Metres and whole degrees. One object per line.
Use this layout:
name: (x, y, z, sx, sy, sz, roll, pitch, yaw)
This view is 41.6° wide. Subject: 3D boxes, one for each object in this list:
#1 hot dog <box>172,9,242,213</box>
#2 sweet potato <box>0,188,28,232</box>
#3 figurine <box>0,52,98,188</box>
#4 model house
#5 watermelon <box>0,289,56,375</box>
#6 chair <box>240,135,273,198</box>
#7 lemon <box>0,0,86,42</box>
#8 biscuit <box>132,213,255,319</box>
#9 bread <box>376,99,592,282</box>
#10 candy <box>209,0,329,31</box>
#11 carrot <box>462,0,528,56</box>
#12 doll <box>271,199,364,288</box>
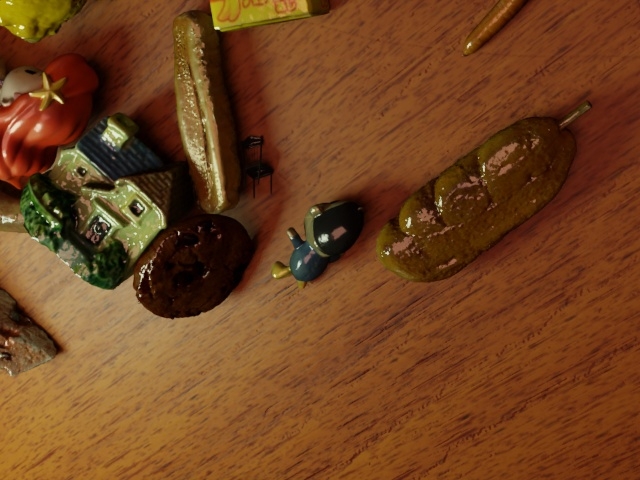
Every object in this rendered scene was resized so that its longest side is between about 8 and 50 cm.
hot dog: (-0.161, -0.182, 1.212, 0.083, 0.068, 0.289, 1, 103, 34)
sweet potato: (-0.547, -0.061, 1.365, 0.385, 0.109, 0.109, 13, 109, 15)
figurine: (-0.469, -0.196, 1.272, 0.257, 0.181, 0.208, 17, 70, 12)
model house: (-0.306, -0.074, 1.238, 0.214, 0.195, 0.189, 44, 107, 0)
watermelon: (-0.565, 0.148, 1.429, 0.241, 0.154, 0.094, 36, 114, -8)
chair: (-0.092, -0.107, 1.233, 0.037, 0.042, 0.086, -13, 65, 21)
lemon: (-0.409, -0.406, 1.164, 0.204, 0.204, 0.260, 4, 107, 18)
biscuit: (-0.184, 0.042, 1.236, 0.192, 0.192, 0.049, -52, 52, 24)
bread: (0.216, -0.066, 1.110, 0.124, 0.084, 0.344, 39, 116, -20)
candy: (-0.084, -0.424, 1.106, 0.146, 0.088, 0.276, -5, 104, 22)
carrot: (0.241, -0.303, 1.056, 0.037, 0.037, 0.190, 41, 115, 4)
doll: (0.000, 0.000, 1.206, 0.102, 0.089, 0.179, 24, 133, -33)
